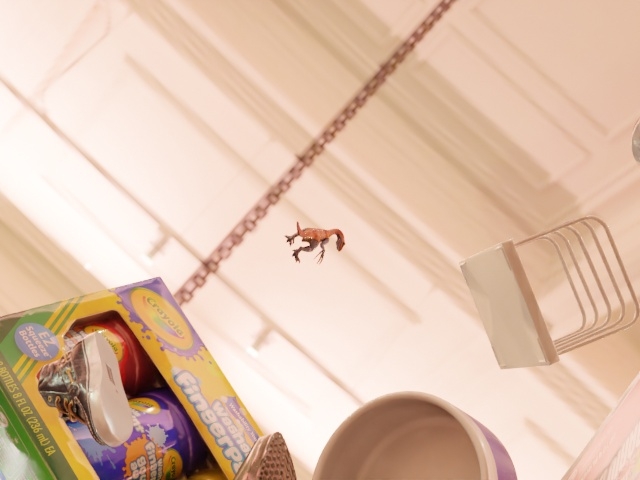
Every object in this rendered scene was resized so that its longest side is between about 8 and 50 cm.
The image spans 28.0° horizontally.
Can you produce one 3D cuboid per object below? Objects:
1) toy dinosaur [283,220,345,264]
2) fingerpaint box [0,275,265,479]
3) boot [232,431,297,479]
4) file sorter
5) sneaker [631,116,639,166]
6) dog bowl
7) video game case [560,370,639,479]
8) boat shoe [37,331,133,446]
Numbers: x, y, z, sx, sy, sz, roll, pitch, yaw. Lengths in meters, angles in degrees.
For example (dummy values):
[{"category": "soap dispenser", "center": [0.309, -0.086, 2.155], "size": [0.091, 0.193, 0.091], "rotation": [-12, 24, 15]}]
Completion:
[{"category": "toy dinosaur", "center": [0.000, 0.000, 1.581], "size": [0.047, 0.082, 0.090], "rotation": [62, -26, 12]}, {"category": "fingerpaint box", "center": [-0.274, 0.295, 1.796], "size": [0.163, 0.371, 0.444], "rotation": [-46, -110, 34]}, {"category": "boot", "center": [-0.114, 0.251, 1.062], "size": [0.161, 0.246, 0.083], "rotation": [-11, -65, 18]}, {"category": "file sorter", "center": [0.358, 0.080, 2.015], "size": [0.277, 0.173, 0.192], "rotation": [134, -65, -81]}, {"category": "sneaker", "center": [0.359, -0.116, 1.247], "size": [0.153, 0.269, 0.101], "rotation": [34, -59, 45]}, {"category": "dog bowl", "center": [0.121, 0.337, 1.675], "size": [0.265, 0.264, 0.104], "rotation": [11, -15, 38]}, {"category": "video game case", "center": [0.189, 0.222, 0.873], "size": [0.025, 0.285, 0.204], "rotation": [23, -48, 1]}, {"category": "boat shoe", "center": [-0.263, 0.181, 1.425], "size": [0.065, 0.083, 0.183], "rotation": [54, 6, -32]}]
